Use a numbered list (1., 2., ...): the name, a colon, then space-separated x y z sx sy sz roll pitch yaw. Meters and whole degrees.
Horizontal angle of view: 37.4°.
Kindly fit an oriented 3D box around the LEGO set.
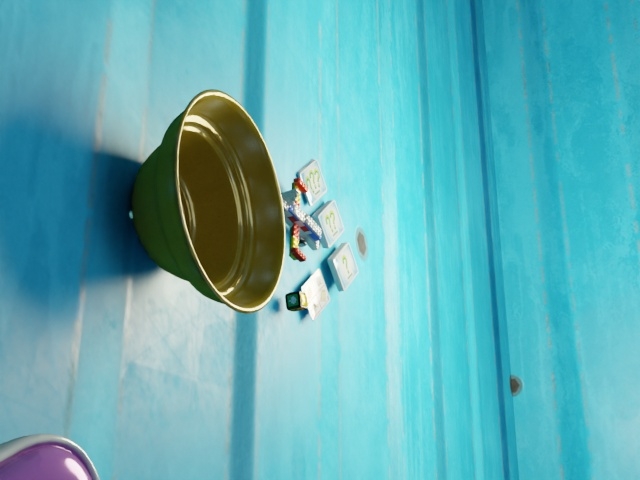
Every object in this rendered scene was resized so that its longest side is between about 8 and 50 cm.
1. LEGO set: 0.000 0.000 1.252 0.244 0.060 0.182 -45 119 -63

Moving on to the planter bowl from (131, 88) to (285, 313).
1. planter bowl: -0.120 -0.031 0.922 0.217 0.090 0.217 -10 90 -67

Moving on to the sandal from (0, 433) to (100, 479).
1. sandal: -0.189 0.256 0.476 0.416 0.102 0.169 -60 135 -60
